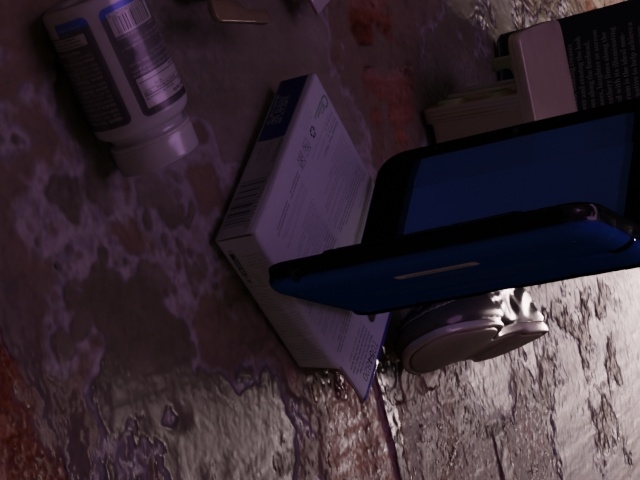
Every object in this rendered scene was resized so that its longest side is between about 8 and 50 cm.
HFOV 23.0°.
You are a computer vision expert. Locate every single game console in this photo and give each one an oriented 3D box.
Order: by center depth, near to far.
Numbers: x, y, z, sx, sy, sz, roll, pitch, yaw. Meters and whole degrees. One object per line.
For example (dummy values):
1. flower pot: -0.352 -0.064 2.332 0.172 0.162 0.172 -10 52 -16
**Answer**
1. game console: 0.130 -0.044 1.337 0.250 0.293 0.173 18 63 -58

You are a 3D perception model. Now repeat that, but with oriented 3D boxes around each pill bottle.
1. pill bottle: -0.148 -0.122 1.188 0.137 0.078 0.078 68 29 -17

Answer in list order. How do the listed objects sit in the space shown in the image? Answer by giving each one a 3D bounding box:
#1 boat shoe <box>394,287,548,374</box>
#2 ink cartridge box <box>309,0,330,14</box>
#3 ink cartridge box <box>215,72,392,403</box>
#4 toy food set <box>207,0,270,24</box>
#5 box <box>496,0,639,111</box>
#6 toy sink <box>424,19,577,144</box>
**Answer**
1. boat shoe: 0.143 0.072 1.626 0.095 0.112 0.335 64 20 13
2. ink cartridge box: -0.021 -0.408 1.556 0.261 0.066 0.296 -49 122 -38
3. ink cartridge box: 0.000 0.000 1.441 0.224 0.045 0.223 58 34 -33
4. toy food set: -0.115 -0.267 1.363 0.132 0.038 0.192 -10 77 -67
5. box: 0.466 -0.167 1.994 0.293 0.395 0.212 25 58 -55
6. toy sink: 0.211 -0.119 1.791 0.153 0.131 0.234 -30 110 -61
